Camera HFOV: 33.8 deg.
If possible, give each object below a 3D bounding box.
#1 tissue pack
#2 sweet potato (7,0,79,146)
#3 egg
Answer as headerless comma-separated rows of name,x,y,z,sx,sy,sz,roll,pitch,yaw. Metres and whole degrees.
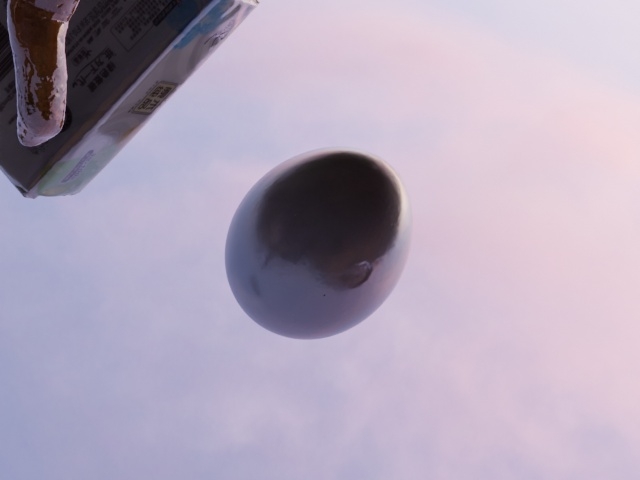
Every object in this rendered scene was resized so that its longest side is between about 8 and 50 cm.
tissue pack,-0.176,-0.165,0.857,0.159,0.229,0.145,50,-164,11
sweet potato,-0.118,-0.118,0.478,0.044,0.179,0.044,21,-154,-11
egg,0.000,0.000,1.043,0.176,0.232,0.176,15,-131,-18
